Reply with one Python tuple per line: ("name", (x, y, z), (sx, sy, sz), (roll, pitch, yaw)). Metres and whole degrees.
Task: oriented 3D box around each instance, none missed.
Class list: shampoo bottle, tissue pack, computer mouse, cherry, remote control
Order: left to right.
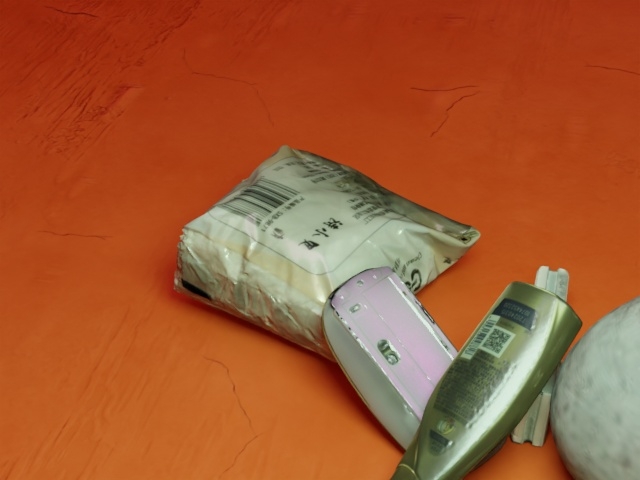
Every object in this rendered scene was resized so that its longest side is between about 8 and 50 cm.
("tissue pack", (0.000, 0.000, 1.762), (0.390, 0.195, 0.375), (26, 45, 27))
("computer mouse", (0.128, 0.179, 1.542), (0.158, 0.072, 0.310), (-31, 76, -30))
("shampoo bottle", (0.193, 0.213, 1.426), (0.125, 0.084, 0.350), (20, 68, 50))
("remote control", (0.318, 0.160, 1.604), (0.055, 0.103, 0.277), (10, 37, 11))
("cherry", (0.436, 0.200, 1.375), (0.326, 0.335, 0.291), (-8, 45, 34))
